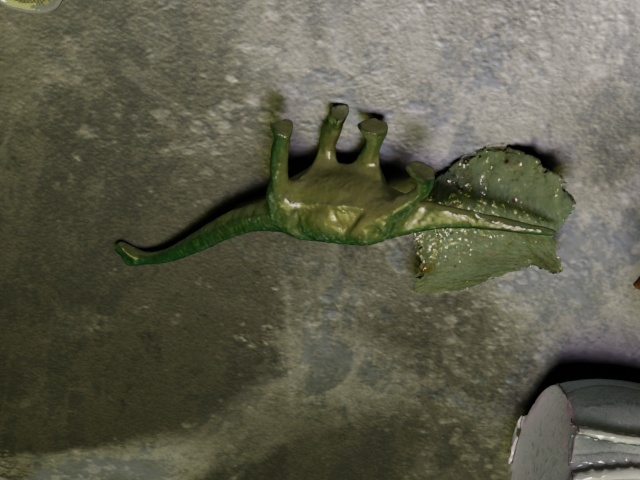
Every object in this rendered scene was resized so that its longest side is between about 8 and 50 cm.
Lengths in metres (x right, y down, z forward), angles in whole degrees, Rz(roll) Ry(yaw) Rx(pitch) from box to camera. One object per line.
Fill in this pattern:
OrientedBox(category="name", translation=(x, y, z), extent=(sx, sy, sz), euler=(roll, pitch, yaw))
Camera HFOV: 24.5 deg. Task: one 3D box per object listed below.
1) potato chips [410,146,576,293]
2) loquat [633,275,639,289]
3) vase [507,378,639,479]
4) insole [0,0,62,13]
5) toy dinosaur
OrientedBox(category="potato chips", translation=(0.176, -0.001, 1.556), extent=(0.167, 0.059, 0.228), euler=(11, 135, 6))
OrientedBox(category="loquat", translation=(0.440, 0.088, 1.467), extent=(0.274, 0.275, 0.275), euler=(4, 135, 4))
OrientedBox(category="vase", translation=(0.451, 0.304, 1.714), extent=(0.445, 0.250, 0.250), euler=(14, 135, -12))
OrientedBox(category="insole", translation=(-0.271, -0.335, 1.331), extent=(0.109, 0.007, 0.322), euler=(10, 135, 0))
OrientedBox(category="toy dinosaur", translation=(0.000, 0.000, 1.554), extent=(0.447, 0.087, 0.301), euler=(22, 131, 6))
